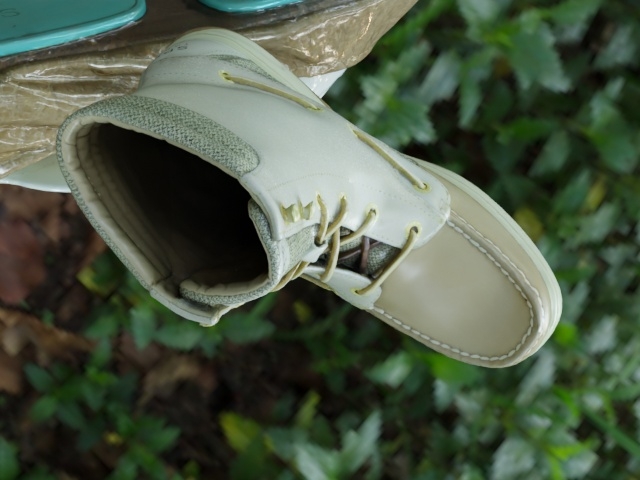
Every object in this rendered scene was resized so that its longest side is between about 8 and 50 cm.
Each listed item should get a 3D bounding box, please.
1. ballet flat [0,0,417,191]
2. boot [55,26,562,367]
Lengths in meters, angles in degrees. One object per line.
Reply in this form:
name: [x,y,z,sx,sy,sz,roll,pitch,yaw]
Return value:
ballet flat: [-0.076,-0.095,0.980,0.342,0.116,0.124,-20,130,-20]
boot: [0.000,0.000,0.754,0.077,0.213,0.165,-53,180,19]
